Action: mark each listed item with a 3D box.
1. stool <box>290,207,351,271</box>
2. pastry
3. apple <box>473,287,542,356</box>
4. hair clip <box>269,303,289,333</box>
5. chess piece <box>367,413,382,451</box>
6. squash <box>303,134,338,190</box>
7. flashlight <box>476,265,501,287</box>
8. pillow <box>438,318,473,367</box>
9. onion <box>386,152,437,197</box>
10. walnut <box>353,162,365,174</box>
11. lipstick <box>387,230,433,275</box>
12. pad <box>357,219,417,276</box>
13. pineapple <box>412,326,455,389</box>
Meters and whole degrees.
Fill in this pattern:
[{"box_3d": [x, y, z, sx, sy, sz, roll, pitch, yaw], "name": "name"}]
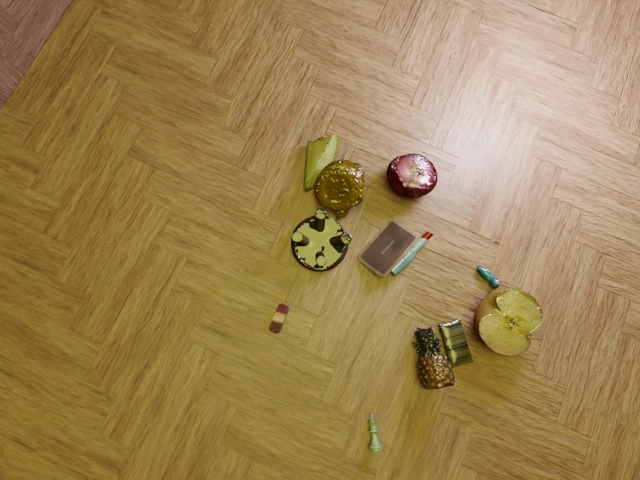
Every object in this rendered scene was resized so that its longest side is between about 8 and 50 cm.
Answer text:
[{"box_3d": [0.000, 0.000, 1.894, 0.272, 0.178, 0.272, 1, 80, -3], "name": "stool"}, {"box_3d": [0.094, -0.255, 1.950, 0.235, 0.132, 0.240, 44, 112, -13], "name": "pastry"}, {"box_3d": [0.821, 0.349, 1.864, 0.251, 0.163, 0.293, 35, 93, -3], "name": "apple"}, {"box_3d": [-0.188, 0.356, 1.898, 0.054, 0.022, 0.137, 22, 79, 5], "name": "hair clip"}, {"box_3d": [0.229, 0.831, 1.806, 0.059, 0.059, 0.149, -7, 75, -3], "name": "chess piece"}, {"box_3d": [0.012, -0.361, 2.001, 0.169, 0.093, 0.252, -7, 74, 42], "name": "squash"}, {"box_3d": [0.789, 0.171, 1.957, 0.129, 0.051, 0.051, 42, 80, 11], "name": "flashlight"}, {"box_3d": [0.615, 0.468, 1.897, 0.113, 0.038, 0.203, -13, 80, -7], "name": "pillow"}, {"box_3d": [0.430, -0.305, 1.980, 0.248, 0.161, 0.248, 2, 79, -12], "name": "onion"}, {"box_3d": [0.171, -0.335, 2.016, 0.092, 0.092, 0.092, 0, 79, -2], "name": "walnut"}, {"box_3d": [0.425, 0.053, 1.957, 0.274, 0.061, 0.068, -43, 80, -8], "name": "lipstick"}, {"box_3d": [0.315, 0.034, 1.957, 0.176, 0.002, 0.266, 38, 79, 26], "name": "pad"}, {"box_3d": [0.494, 0.510, 1.840, 0.158, 0.158, 0.278, -7, 68, -3], "name": "pineapple"}]
